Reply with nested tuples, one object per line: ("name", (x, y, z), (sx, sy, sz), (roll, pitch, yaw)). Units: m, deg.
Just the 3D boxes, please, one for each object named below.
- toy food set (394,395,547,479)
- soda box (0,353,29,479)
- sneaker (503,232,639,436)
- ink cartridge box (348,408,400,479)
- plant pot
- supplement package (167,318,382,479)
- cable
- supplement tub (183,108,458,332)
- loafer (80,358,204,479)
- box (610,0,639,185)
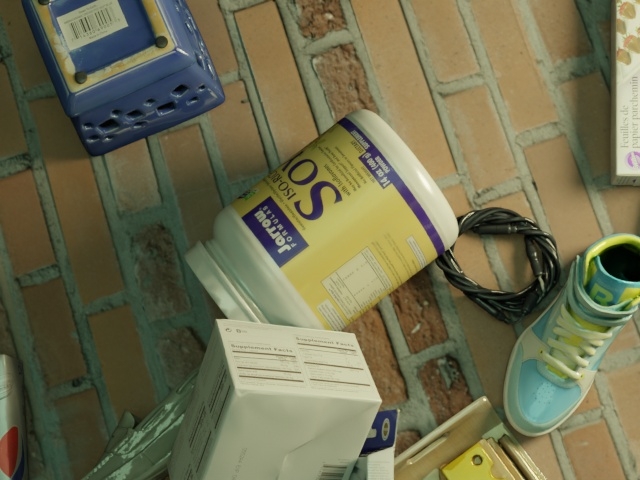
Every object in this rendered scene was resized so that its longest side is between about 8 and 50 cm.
("toy food set", (0.231, 0.398, 1.838), (0.219, 0.092, 0.306), (-36, 78, -2))
("soda box", (-0.481, 0.313, 1.926), (0.098, 0.091, 0.286), (-6, 78, 4))
("sneaker", (0.352, 0.120, 1.823), (0.127, 0.208, 0.319), (28, 83, 9))
("ink cartridge box", (0.047, 0.343, 1.804), (0.045, 0.223, 0.224), (6, 78, -16))
("plant pot", (-0.300, -0.288, 1.967), (0.236, 0.212, 0.236), (-23, 78, 0))
("supplement package", (-0.067, 0.257, 1.769), (0.204, 0.145, 0.262), (8, 122, -21))
("cable", (0.256, 0.023, 1.934), (0.184, 0.047, 0.150), (38, 84, 12))
("supplement tub", (0.000, 0.000, 1.864), (0.331, 0.241, 0.241), (-37, 78, -3))
("loafer", (-0.254, 0.295, 1.904), (0.319, 0.112, 0.111), (-36, 73, -10))
("box", (0.461, -0.244, 1.958), (0.063, 0.067, 0.324), (1, 78, 6))
